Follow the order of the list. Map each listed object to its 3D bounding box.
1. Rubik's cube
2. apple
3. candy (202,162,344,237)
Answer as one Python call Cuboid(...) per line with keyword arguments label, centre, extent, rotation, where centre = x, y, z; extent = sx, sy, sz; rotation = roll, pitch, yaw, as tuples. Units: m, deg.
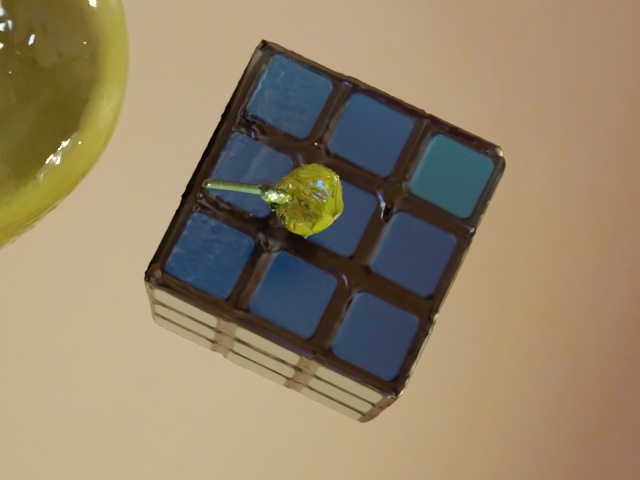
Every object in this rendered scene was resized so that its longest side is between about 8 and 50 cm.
Cuboid(label="Rubik's cube", centre=(0.000, 0.000, 1.096), extent=(0.163, 0.162, 0.160), rotation=(105, 11, -78))
Cuboid(label="apple", centre=(-0.271, -0.115, 1.179), extent=(0.292, 0.292, 0.254), rotation=(-34, -153, 38))
Cuboid(label="candy", centre=(-0.025, -0.024, 0.905), extent=(0.035, 0.123, 0.035), rotation=(-22, -104, 24))
